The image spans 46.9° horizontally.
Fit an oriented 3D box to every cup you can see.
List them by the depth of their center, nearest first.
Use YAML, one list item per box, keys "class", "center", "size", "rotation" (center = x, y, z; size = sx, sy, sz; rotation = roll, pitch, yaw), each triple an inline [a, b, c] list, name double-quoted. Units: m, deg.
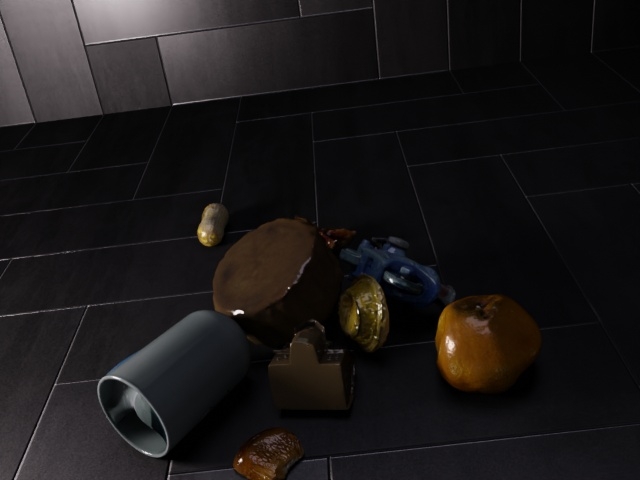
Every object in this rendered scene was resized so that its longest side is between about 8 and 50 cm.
- class: "cup"
  center: [-0.303, 0.297, 1.621]
  size: [0.205, 0.205, 0.312]
  rotation: [14, 36, 33]

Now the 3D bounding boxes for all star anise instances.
- class: "star anise"
  center: [-0.002, -0.006, 2.165]
  size: [0.212, 0.111, 0.196]
  rotation: [-12, 35, -22]

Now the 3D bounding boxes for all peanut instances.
- class: "peanut"
  center: [-0.340, -0.055, 2.351]
  size: [0.087, 0.087, 0.207]
  rotation: [-5, 31, 5]

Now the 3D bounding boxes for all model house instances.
- class: "model house"
  center: [-0.010, 0.259, 1.689]
  size: [0.180, 0.176, 0.248]
  rotation: [-3, 14, 10]

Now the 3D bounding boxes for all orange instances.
- class: "orange"
  center: [0.367, 0.214, 1.622]
  size: [0.249, 0.183, 0.249]
  rotation: [-8, 30, 4]

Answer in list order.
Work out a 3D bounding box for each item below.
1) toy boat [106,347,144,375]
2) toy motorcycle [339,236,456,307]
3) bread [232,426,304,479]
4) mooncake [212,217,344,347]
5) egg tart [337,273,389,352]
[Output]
- class: "toy boat"
  center: [-0.401, 0.302, 1.762]
  size: [0.223, 0.100, 0.097]
  rotation: [-25, -2, -37]
- class: "toy motorcycle"
  center: [0.203, 0.075, 1.870]
  size: [0.241, 0.182, 0.319]
  rotation: [-11, 20, -26]
- class: "bread"
  center: [-0.105, 0.432, 1.503]
  size: [0.126, 0.044, 0.129]
  rotation: [17, 35, 34]
- class: "mooncake"
  center: [-0.102, 0.109, 1.839]
  size: [0.324, 0.187, 0.324]
  rotation: [-22, 40, 20]
- class: "egg tart"
  center: [0.095, 0.173, 1.755]
  size: [0.074, 0.191, 0.191]
  rotation: [-1, 26, -22]
